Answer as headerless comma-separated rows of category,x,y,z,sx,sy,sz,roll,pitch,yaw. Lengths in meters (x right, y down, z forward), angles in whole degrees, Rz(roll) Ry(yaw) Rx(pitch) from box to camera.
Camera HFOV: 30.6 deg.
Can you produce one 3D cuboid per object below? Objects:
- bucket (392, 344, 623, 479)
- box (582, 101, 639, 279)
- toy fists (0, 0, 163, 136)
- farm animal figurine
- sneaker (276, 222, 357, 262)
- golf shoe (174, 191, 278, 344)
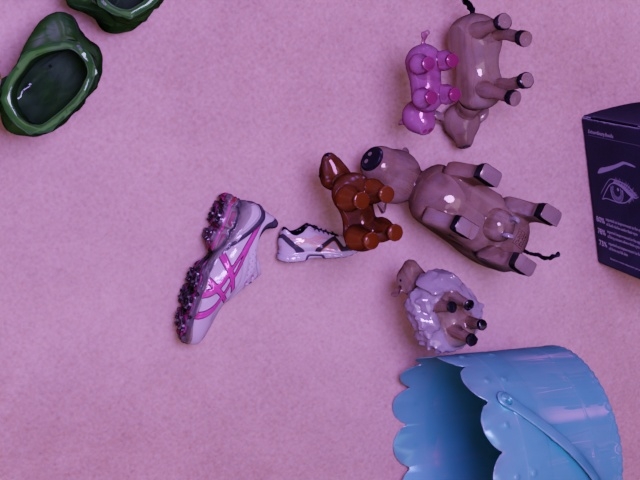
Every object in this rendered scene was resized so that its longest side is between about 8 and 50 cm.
bucket,0.225,0.258,1.430,0.183,0.281,0.281,-7,104,-20
box,0.423,-0.063,1.476,0.108,0.153,0.207,-13,106,-14
toy fists,-0.247,-0.227,1.244,0.096,0.142,0.279,36,89,-9
farm animal figurine,0.147,-0.080,1.386,0.330,0.172,0.326,-47,114,-14
sneaker,0.000,0.000,1.420,0.109,0.040,0.043,-6,101,-16
golf shoe,-0.111,0.042,1.380,0.086,0.067,0.186,21,95,-21
